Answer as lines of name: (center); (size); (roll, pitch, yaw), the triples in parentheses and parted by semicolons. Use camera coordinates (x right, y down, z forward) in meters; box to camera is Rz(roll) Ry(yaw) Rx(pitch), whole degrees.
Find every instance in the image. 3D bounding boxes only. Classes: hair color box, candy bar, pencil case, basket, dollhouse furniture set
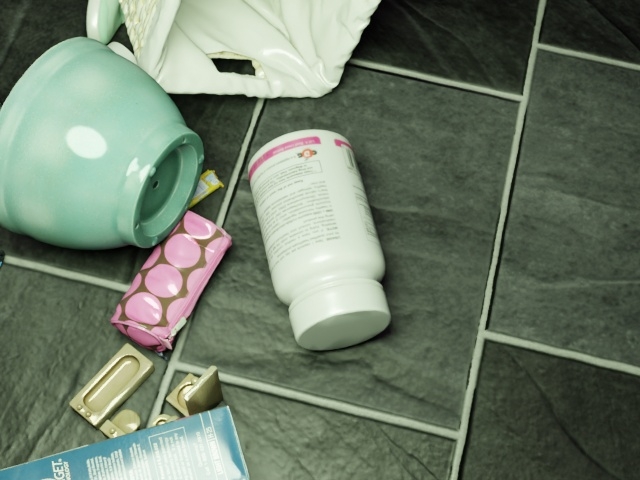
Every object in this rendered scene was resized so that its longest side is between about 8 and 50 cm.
hair color box: (-0.263, 0.319, 1.205); (0.347, 0.174, 0.105); (-15, 64, -10)
candy bar: (-0.215, -0.053, 1.485); (0.161, 0.018, 0.040); (-38, 74, -20)
pencil case: (-0.203, 0.057, 1.390); (0.098, 0.095, 0.209); (7, 59, 36)
basket: (-0.108, -0.414, 1.466); (0.329, 0.331, 0.266); (-3, 54, -30)
dollhouse furniture set: (-0.236, 0.197, 1.296); (0.151, 0.123, 0.144); (36, 67, 15)

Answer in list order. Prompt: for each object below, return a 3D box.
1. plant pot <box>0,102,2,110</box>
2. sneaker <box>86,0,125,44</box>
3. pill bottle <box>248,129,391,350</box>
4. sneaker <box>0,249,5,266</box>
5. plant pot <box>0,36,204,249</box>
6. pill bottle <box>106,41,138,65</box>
plant pot: (-0.633, -0.220, 1.387); (0.293, 0.235, 0.293); (-6, 48, 6)
sneaker: (-0.282, -0.412, 1.625); (0.151, 0.094, 0.255); (19, 65, 4)
pill bottle: (0.000, 0.000, 1.386); (0.161, 0.160, 0.283); (-11, 63, -7)
sneaker: (-0.516, -0.010, 1.428); (0.121, 0.079, 0.216); (8, 62, -11)
plant pot: (-0.285, -0.105, 1.347); (0.196, 0.293, 0.293); (26, 65, 15)
pill bottle: (-0.364, -0.219, 1.512); (0.112, 0.112, 0.187); (39, 68, 16)
